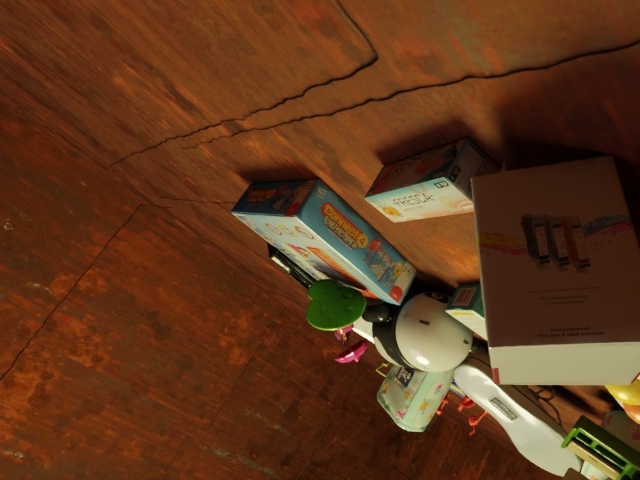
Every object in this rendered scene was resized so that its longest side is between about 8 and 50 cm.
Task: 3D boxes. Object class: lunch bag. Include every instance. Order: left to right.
[{"bbox_3d":[0.264,0.360,1.279,0.160,0.224,0.262,29,-175,13],"label":"lunch bag"},{"bbox_3d":[0.698,0.499,1.056,0.224,0.108,0.279,28,144,36],"label":"lunch bag"}]

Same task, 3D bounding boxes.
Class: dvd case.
[{"bbox_3d":[-0.051,0.060,1.267,0.253,0.022,0.180,44,-163,-32],"label":"dvd case"}]

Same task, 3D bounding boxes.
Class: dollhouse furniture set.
[{"bbox_3d":[0.539,0.551,1.023,0.151,0.197,0.302,31,144,31],"label":"dollhouse furniture set"}]

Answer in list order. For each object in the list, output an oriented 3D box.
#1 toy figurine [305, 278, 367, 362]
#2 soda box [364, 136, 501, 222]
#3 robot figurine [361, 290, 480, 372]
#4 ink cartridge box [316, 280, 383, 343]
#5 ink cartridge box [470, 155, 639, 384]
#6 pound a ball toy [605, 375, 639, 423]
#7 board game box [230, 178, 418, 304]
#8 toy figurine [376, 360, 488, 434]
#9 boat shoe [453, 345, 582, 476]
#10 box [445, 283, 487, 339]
[{"bbox_3d":[0.042,0.192,1.072,0.173,0.130,0.159,47,158,55],"label":"toy figurine"},{"bbox_3d":[0.130,-0.068,0.604,0.063,0.058,0.183,37,164,-17],"label":"soda box"},{"bbox_3d":[0.217,0.196,1.073,0.278,0.209,0.174,145,105,-75],"label":"robot figurine"},{"bbox_3d":[0.074,0.163,1.311,0.232,0.066,0.189,30,-162,-9],"label":"ink cartridge box"},{"bbox_3d":[0.218,0.033,0.459,0.127,0.176,0.128,-6,149,20],"label":"ink cartridge box"},{"bbox_3d":[0.376,0.140,0.622,0.319,0.136,0.208,43,162,-33],"label":"pound a ball toy"},{"bbox_3d":[0.000,0.000,1.038,0.308,0.086,0.301,40,163,-28],"label":"board game box"},{"bbox_3d":[0.378,0.439,1.513,0.362,0.191,0.217,25,168,31],"label":"toy figurine"},{"bbox_3d":[0.501,0.403,1.213,0.367,0.156,0.136,42,133,9],"label":"boat shoe"},{"bbox_3d":[0.361,0.171,0.900,0.244,0.060,0.100,34,166,-8],"label":"box"}]
